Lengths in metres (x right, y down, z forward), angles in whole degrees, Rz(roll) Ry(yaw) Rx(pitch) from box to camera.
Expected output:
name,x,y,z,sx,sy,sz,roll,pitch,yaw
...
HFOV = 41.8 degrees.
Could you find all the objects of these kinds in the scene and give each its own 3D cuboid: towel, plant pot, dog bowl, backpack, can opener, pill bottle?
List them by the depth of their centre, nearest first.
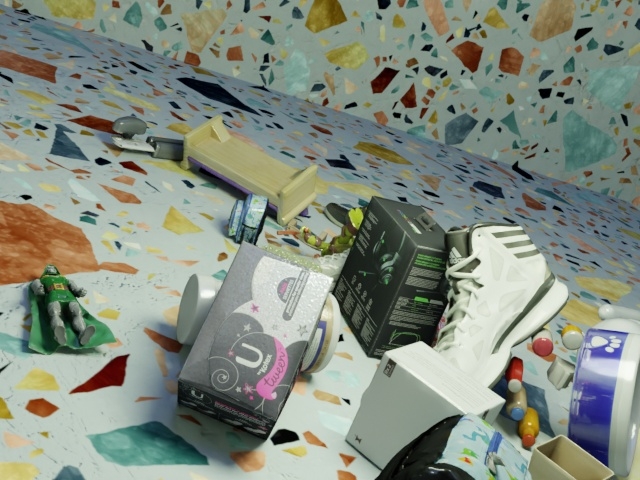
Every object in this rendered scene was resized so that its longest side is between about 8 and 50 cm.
name,x,y,z,sx,sy,sz,roll,pitch,yaw
backpack,0.157,0.365,1.069,0.273,0.290,0.355,31,14,1
plant pot,0.408,0.409,1.416,0.109,0.096,0.109,36,24,34
pill bottle,-0.111,0.143,1.487,0.265,0.153,0.153,12,22,-23
dog bowl,0.540,0.299,1.568,0.104,0.264,0.265,8,13,26
towel,-0.077,0.070,1.829,0.148,0.027,0.110,22,51,5
backpack,-0.171,-0.054,1.981,0.084,0.114,0.105,19,21,-9
can opener,-0.442,-0.278,2.303,0.284,0.095,0.076,2,28,-42

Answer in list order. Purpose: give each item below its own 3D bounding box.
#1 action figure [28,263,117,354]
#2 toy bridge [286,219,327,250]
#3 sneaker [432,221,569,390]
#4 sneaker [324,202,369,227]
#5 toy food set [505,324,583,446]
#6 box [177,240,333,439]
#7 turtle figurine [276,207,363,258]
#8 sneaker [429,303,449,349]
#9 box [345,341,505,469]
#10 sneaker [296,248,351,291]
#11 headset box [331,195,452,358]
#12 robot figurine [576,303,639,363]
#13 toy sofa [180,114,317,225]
name,x,y,z,sx,sy,sz,roll,pitch,yaw
action figure,-0.436,0.103,1.401,0.137,0.063,0.232,5,22,-32
toy bridge,0.000,0.000,2.132,0.188,0.026,0.063,23,28,11
sneaker,0.254,0.125,1.559,0.447,0.169,0.257,-40,101,-29
sneaker,0.117,-0.078,2.326,0.222,0.118,0.083,33,23,27
toy food set,0.412,0.266,1.581,0.111,0.232,0.104,27,21,3
box,-0.100,0.155,1.301,0.164,0.142,0.247,22,64,2
turtle figurine,0.047,0.004,1.988,0.270,0.217,0.087,23,53,-22
sneaker,0.279,0.172,1.903,0.145,0.090,0.270,20,24,-8
box,0.166,0.290,1.352,0.182,0.180,0.119,35,24,31
sneaker,0.053,0.054,1.923,0.263,0.121,0.099,13,22,-20
headset box,0.161,0.070,1.758,0.131,0.283,0.246,11,22,-25
robot figurine,0.730,0.282,1.913,0.354,0.199,0.299,8,49,-31
toy sofa,-0.195,-0.173,2.260,0.363,0.177,0.150,30,46,21
